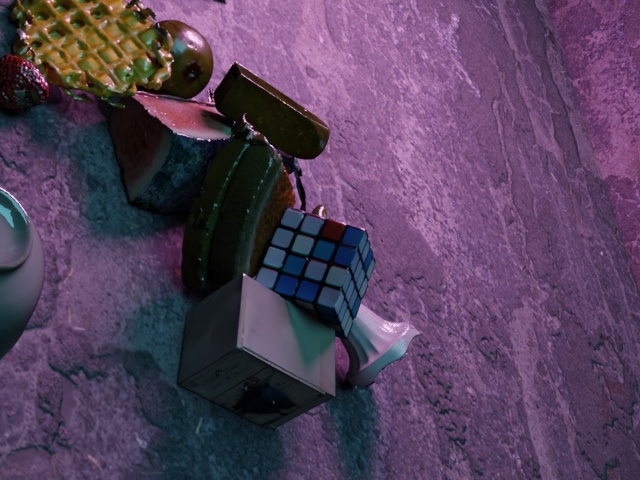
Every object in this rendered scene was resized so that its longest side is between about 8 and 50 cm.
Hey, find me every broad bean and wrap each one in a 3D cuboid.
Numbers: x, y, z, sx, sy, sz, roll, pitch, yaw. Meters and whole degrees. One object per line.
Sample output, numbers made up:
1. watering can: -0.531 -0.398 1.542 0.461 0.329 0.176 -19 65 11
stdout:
1. broad bean: -0.007 0.004 1.971 0.195 0.061 0.046 -97 165 -52

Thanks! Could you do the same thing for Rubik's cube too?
1. Rubik's cube: -0.007 0.057 1.710 0.154 0.151 0.155 66 44 -64

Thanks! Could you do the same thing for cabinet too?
1. cabinet: -0.098 0.187 1.621 0.206 0.145 0.150 34 39 -31

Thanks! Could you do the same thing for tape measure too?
1. tape measure: -0.083 -0.100 1.939 0.104 0.107 0.180 127 -48 -84

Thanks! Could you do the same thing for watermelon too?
1. watermelon: -0.245 -0.189 1.765 0.226 0.148 0.318 41 34 -9

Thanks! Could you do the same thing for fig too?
1. fig: -0.302 -0.355 1.876 0.151 0.151 0.259 16 18 -44

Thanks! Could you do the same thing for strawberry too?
1. strawberry: -0.473 -0.246 1.575 0.096 0.083 0.083 52 33 6

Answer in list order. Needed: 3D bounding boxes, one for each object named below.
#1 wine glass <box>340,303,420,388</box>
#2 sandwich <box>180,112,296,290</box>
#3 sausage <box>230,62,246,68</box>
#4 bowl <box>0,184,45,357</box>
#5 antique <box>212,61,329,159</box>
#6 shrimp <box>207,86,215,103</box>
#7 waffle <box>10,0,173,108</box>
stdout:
1. wine glass: 0.064 0.150 1.852 0.196 0.165 0.165 51 34 -1
2. sandwich: -0.124 -0.033 1.686 0.292 0.109 0.212 -62 148 -16
3. sausage: -0.142 -0.303 2.068 0.145 0.048 0.050 56 28 4
4. bowl: -0.467 0.009 1.304 0.289 0.146 0.289 32 40 -32
5. antique: -0.083 -0.226 1.836 0.220 0.081 0.080 30 18 -24
6. shrimp: -0.190 -0.245 1.976 0.083 0.023 0.114 3 66 -54
7. waffle: -0.383 -0.346 1.697 0.280 0.060 0.262 7 58 -12
